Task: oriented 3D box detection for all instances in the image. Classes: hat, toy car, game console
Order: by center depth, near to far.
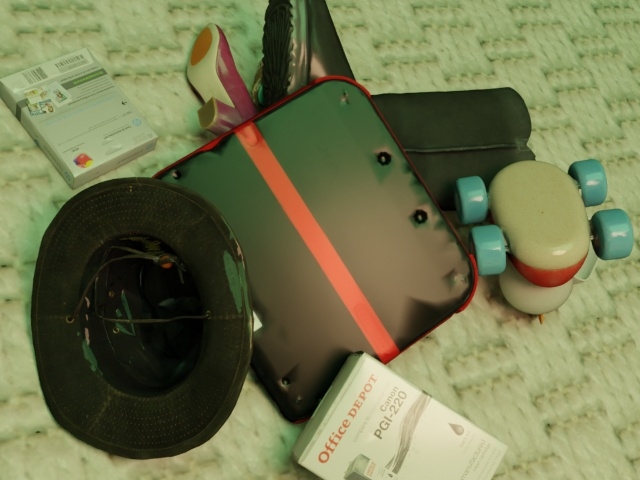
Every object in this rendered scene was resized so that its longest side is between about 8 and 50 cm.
[{"bbox_3d":[-0.201,0.091,0.923,0.331,0.331,0.134,53,12,12],"label":"hat"},{"bbox_3d":[0.000,0.000,1.021,0.342,0.060,0.387,-33,91,-10],"label":"game console"},{"bbox_3d":[0.330,0.021,1.161,0.219,0.238,0.210,-8,46,2],"label":"toy car"}]

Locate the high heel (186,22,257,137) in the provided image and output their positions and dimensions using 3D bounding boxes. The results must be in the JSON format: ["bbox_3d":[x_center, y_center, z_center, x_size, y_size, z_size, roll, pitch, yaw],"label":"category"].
[{"bbox_3d":[-0.142,-0.244,1.200,0.117,0.082,0.244,26,36,-42],"label":"high heel"}]

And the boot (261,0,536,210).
[{"bbox_3d":[0.139,-0.225,1.197,0.444,0.146,0.367,-3,96,-21],"label":"boot"}]

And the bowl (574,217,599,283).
[{"bbox_3d":[0.406,0.001,1.287,0.142,0.053,0.142,35,56,-1],"label":"bowl"}]

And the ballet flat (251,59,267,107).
[{"bbox_3d":[-0.063,-0.288,1.259,0.067,0.073,0.206,26,48,26],"label":"ballet flat"}]

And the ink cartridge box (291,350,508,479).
[{"bbox_3d":[0.095,0.260,0.934,0.217,0.092,0.159,32,79,0],"label":"ink cartridge box"}]

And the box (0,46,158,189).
[{"bbox_3d":[-0.349,-0.181,1.086,0.145,0.038,0.186,-34,78,-33],"label":"box"}]
